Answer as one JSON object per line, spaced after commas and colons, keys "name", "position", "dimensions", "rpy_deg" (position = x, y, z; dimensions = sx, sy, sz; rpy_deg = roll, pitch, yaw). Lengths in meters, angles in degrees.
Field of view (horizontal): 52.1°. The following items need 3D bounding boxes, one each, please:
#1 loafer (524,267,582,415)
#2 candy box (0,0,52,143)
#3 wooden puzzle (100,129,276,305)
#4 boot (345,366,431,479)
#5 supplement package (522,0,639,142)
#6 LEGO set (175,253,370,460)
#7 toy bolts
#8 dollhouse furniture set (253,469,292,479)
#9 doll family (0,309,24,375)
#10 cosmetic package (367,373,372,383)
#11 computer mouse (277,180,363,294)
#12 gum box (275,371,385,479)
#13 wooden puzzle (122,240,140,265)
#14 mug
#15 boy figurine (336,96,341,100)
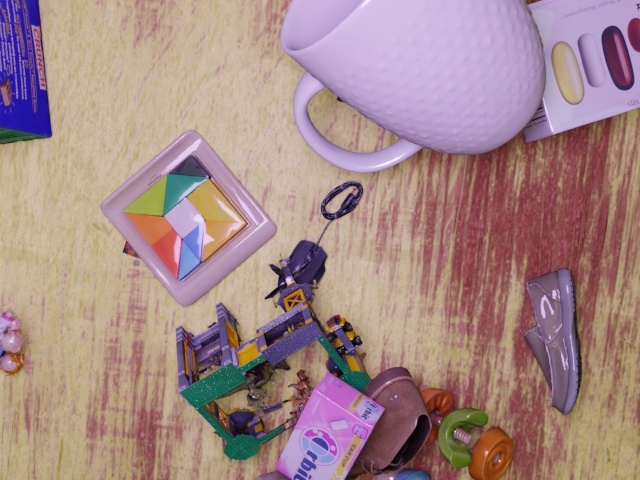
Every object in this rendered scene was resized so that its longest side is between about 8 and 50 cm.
{"name": "loafer", "position": [0.404, 0.175, 1.143], "dimensions": [0.087, 0.094, 0.251], "rpy_deg": [-4, 85, 26]}
{"name": "candy box", "position": [-0.541, -0.294, 0.998], "dimensions": [0.122, 0.317, 0.268], "rpy_deg": [-5, 94, 3]}
{"name": "wooden puzzle", "position": [-0.231, -0.038, 1.146], "dimensions": [0.221, 0.044, 0.239], "rpy_deg": [-40, 93, 1]}
{"name": "boot", "position": [0.074, 0.359, 1.105], "dimensions": [0.112, 0.115, 0.305], "rpy_deg": [11, 122, -38]}
{"name": "supplement package", "position": [0.417, -0.289, 1.064], "dimensions": [0.194, 0.149, 0.203], "rpy_deg": [-18, 93, 2]}
{"name": "LEGO set", "position": [-0.093, 0.194, 1.129], "dimensions": [0.331, 0.192, 0.255], "rpy_deg": [-37, 123, 9]}
{"name": "toy bolts", "position": [0.203, 0.384, 1.158], "dimensions": [0.218, 0.158, 0.229], "rpy_deg": [31, 83, -41]}
{"name": "dollhouse furniture set", "position": [-0.046, 0.539, 1.115], "dimensions": [0.242, 0.212, 0.161], "rpy_deg": [37, 97, 25]}
{"name": "doll family", "position": [-0.615, 0.212, 1.141], "dimensions": [0.163, 0.118, 0.263], "rpy_deg": [36, 89, -25]}
{"name": "cosmetic package", "position": [0.050, 0.292, 1.164], "dimensions": [0.115, 0.060, 0.041], "rpy_deg": [-36, 93, 5]}
{"name": "computer mouse", "position": [0.000, 0.000, 1.150], "dimensions": [0.071, 0.041, 0.242], "rpy_deg": [30, 94, -1]}
{"name": "gum box", "position": [0.011, 0.321, 1.049], "dimensions": [0.107, 0.062, 0.188], "rpy_deg": [30, 116, 13]}
{"name": "wooden puzzle", "position": [-0.324, 0.006, 1.174], "dimensions": [0.049, 0.006, 0.083], "rpy_deg": [20, 94, -1]}
{"name": "mug", "position": [0.122, -0.251, 0.949], "dimensions": [0.328, 0.276, 0.374], "rpy_deg": [33, 120, -29]}
{"name": "boy figurine", "position": [0.115, -0.360, 1.095], "dimensions": [0.177, 0.092, 0.285], "rpy_deg": [15, 98, 2]}
